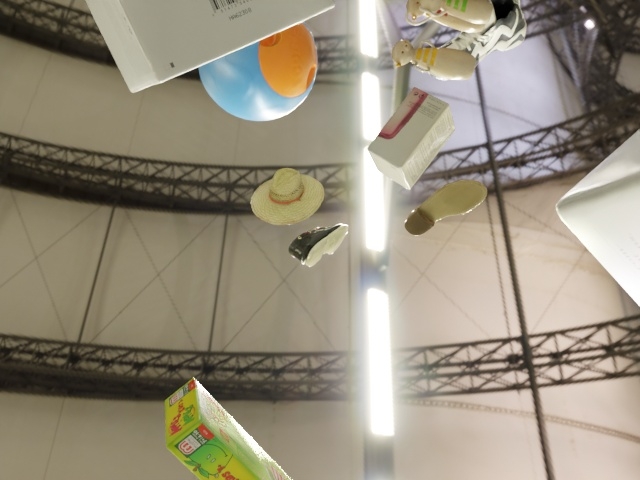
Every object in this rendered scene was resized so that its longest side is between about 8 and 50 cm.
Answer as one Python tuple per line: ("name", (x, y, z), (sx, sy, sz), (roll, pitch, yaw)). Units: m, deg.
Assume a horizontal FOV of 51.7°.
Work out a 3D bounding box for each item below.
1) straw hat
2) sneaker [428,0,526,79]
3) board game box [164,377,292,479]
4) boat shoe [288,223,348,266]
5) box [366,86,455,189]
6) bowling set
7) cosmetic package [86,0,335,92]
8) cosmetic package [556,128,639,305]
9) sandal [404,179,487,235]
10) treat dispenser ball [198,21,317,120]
("straw hat", (-0.064, -0.100, 1.229), (0.144, 0.061, 0.145), (-2, -133, 2))
("sneaker", (0.331, -0.451, 1.422), (0.153, 0.234, 0.094), (58, -167, -61))
("board game box", (-0.091, 0.240, 0.706), (0.181, 0.043, 0.092), (52, 178, -20))
("boat shoe", (0.001, -0.002, 0.958), (0.042, 0.049, 0.133), (30, -152, 18))
("box", (0.260, -0.289, 1.882), (0.126, 0.148, 0.232), (35, -97, 27))
("bowling set", (0.236, -0.454, 1.177), (0.154, 0.200, 0.287), (15, -117, 6))
("cosmetic package", (-0.142, -0.287, 0.791), (0.224, 0.224, 0.138), (-29, -73, -17))
("cosmetic package", (0.449, -0.030, 0.455), (0.327, 0.394, 0.329), (-41, -92, -4))
("sandal", (0.308, -0.100, 1.630), (0.088, 0.240, 0.079), (46, -140, -12))
("treat dispenser ball", (-0.151, -0.434, 1.593), (0.288, 0.288, 0.288), (19, -129, -24))
